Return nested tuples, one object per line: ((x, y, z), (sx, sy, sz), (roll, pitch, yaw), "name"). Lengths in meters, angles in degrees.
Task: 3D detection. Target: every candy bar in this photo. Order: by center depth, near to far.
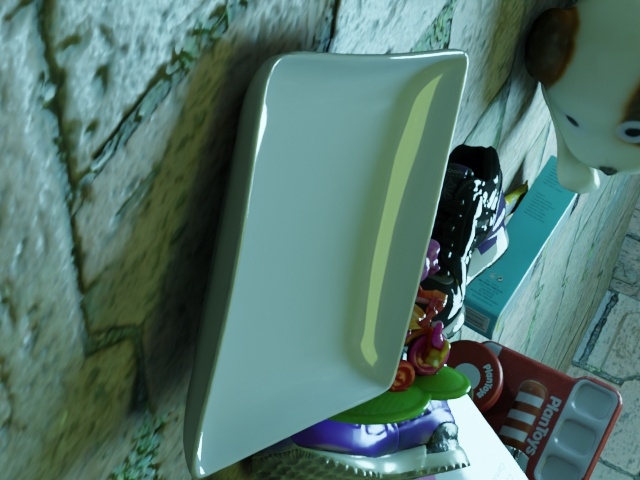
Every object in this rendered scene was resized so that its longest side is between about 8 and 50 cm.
((0.257, -0.052, 1.857), (0.161, 0.018, 0.040), (-26, 141, -66), "candy bar")

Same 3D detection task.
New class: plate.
((0.000, 0.000, 0.955), (0.277, 0.045, 0.278), (-14, 120, -58), "plate")

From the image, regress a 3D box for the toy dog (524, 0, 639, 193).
((0.408, -0.221, 1.646), (0.408, 0.284, 0.396), (-40, 150, -54), "toy dog")

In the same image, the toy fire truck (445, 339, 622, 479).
((0.239, 0.290, 1.855), (0.302, 0.253, 0.169), (-62, 164, -14), "toy fire truck")

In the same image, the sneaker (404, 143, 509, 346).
((0.104, -0.007, 1.325), (0.283, 0.107, 0.124), (-50, 144, -55), "sneaker")

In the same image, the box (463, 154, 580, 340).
((0.272, 0.009, 1.867), (0.244, 0.060, 0.100), (-55, 167, -20), "box")

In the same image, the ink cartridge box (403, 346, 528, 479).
((0.113, 0.313, 1.417), (0.071, 0.330, 0.324), (-29, -166, 40), "ink cartridge box")

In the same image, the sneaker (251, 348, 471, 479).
((0.027, 0.152, 1.274), (0.293, 0.102, 0.146), (12, 65, -55), "sneaker")

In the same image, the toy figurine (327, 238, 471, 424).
((0.057, 0.052, 1.148), (0.173, 0.130, 0.159), (-2, 109, -24), "toy figurine")

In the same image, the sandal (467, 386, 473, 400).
((0.109, 0.246, 1.720), (0.090, 0.060, 0.219), (-5, 137, -41), "sandal")

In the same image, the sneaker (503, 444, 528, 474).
((0.162, 0.296, 1.722), (0.083, 0.222, 0.118), (-10, -118, 55), "sneaker")
